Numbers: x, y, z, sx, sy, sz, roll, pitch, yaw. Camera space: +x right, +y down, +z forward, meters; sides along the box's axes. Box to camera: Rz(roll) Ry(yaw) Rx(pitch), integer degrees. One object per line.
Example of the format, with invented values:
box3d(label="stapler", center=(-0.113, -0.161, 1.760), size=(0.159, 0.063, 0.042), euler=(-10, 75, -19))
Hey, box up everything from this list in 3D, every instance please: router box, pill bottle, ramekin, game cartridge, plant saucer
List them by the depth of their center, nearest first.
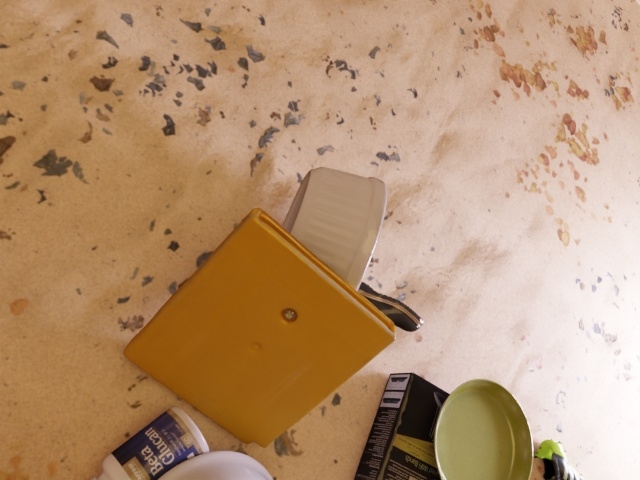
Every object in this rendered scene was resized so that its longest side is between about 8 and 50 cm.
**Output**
box3d(label="pill bottle", center=(-0.257, 0.332, 0.817), size=(0.169, 0.094, 0.094), euler=(-35, 95, -31))
box3d(label="game cartridge", center=(-0.096, 0.151, 0.856), size=(0.285, 0.323, 0.053), euler=(41, 21, -13))
box3d(label="ramekin", center=(0.000, 0.000, 0.955), size=(0.127, 0.273, 0.273), euler=(21, 67, -8))
box3d(label="plant saucer", center=(0.298, 0.382, 1.041), size=(0.240, 0.037, 0.241), euler=(8, 72, -26))
box3d(label="router box", center=(0.232, 0.429, 1.062), size=(0.308, 0.081, 0.243), euler=(33, 63, -17))

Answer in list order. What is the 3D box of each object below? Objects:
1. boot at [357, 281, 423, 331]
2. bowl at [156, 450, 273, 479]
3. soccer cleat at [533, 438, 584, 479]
box3d(label="boot", center=(0.088, 0.166, 1.068), size=(0.197, 0.077, 0.137), euler=(27, 70, -6))
box3d(label="bowl", center=(-0.134, 0.464, 0.777), size=(0.297, 0.134, 0.298), euler=(-2, 93, -40))
box3d(label="soccer cleat", center=(0.533, 0.521, 1.220), size=(0.072, 0.060, 0.179), euler=(-35, 88, -21))
